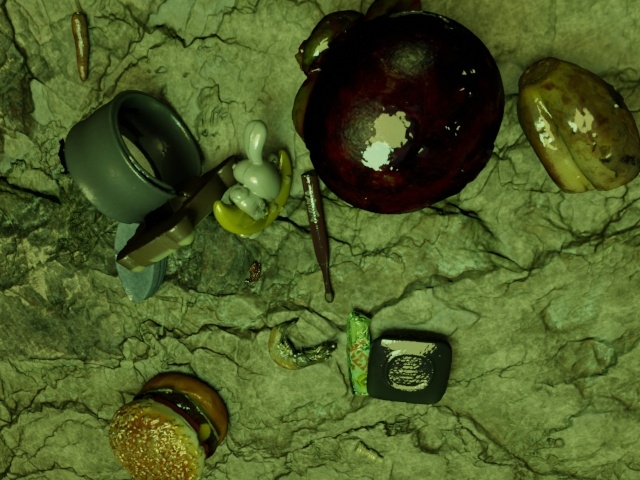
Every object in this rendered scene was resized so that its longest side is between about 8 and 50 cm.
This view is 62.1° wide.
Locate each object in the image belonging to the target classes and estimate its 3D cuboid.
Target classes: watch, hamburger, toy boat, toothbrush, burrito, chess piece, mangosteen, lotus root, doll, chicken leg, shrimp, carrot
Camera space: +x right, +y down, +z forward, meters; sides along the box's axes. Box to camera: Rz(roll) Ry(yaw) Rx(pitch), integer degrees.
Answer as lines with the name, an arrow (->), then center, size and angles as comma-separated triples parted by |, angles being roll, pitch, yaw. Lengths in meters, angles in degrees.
watch -> -0.403, -0.157, 1.205 | 0.314, 0.335, 0.327 | -27, 115, 25
hamburger -> -0.469, 0.592, 1.630 | 0.330, 0.250, 0.329 | 6, 116, 12
toy boat -> -0.497, 0.052, 1.476 | 0.127, 0.078, 0.282 | 12, 117, 6
toothbrush -> 0.000, 0.000, 1.338 | 0.041, 0.041, 0.363 | -3, 115, 16
burrito -> 0.123, 0.315, 1.446 | 0.104, 0.054, 0.287 | 1, 115, 15
chess piece -> 0.150, 0.647, 1.613 | 0.092, 0.035, 0.035 | 31, 119, -5
mangosteen -> 0.145, -0.255, 1.014 | 0.381, 0.421, 0.381 | -14, 143, -11
lotus root -> 0.492, -0.217, 1.021 | 0.193, 0.193, 0.291 | -30, 105, 25
doll -> -0.148, -0.122, 1.220 | 0.111, 0.252, 0.237 | 31, 85, 29
chicken leg -> -0.182, 0.093, 1.442 | 0.036, 0.021, 0.083 | 21, 124, -6
shrimp -> -0.058, 0.291, 1.490 | 0.217, 0.051, 0.150 | -19, 102, 26
carrot -> -0.571, -0.461, 1.273 | 0.036, 0.035, 0.165 | 12, 120, 9

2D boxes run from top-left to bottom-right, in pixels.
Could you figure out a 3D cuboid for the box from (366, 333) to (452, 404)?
box -> 0.228, 0.339, 1.384 | 0.213, 0.042, 0.201 | 5, 108, 8
